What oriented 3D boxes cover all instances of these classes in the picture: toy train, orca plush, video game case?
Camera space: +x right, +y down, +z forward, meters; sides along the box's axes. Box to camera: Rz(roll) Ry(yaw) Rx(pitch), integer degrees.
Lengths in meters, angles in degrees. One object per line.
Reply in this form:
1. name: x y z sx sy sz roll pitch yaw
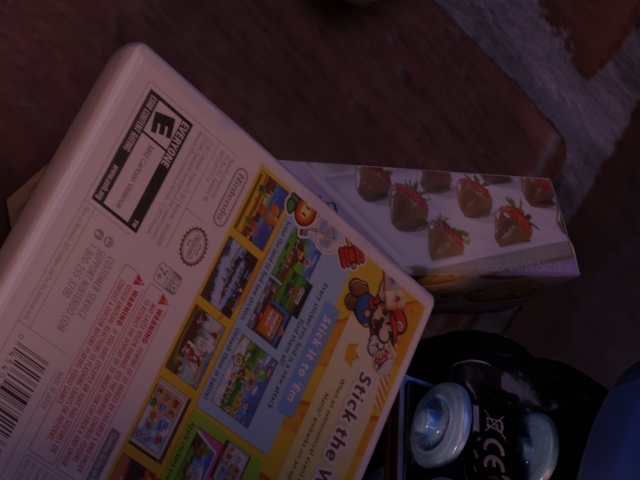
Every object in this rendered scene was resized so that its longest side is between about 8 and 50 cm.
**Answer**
1. toy train: 0.056 0.148 0.730 0.080 0.105 0.184 21 54 -27
2. orca plush: 0.168 0.146 0.830 0.287 0.102 0.151 54 44 -2
3. video game case: -0.059 0.065 0.672 0.206 0.026 0.227 41 60 -30

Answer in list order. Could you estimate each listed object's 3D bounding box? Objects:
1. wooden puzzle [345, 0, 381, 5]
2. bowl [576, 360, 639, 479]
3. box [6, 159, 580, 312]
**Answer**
1. wooden puzzle: 0.007 -0.267 0.981 0.238 0.044 0.221 51 44 1
2. bowl: 0.212 0.240 0.697 0.391 0.077 0.391 29 56 -55
3. box: 0.000 0.000 0.797 0.324 0.067 0.063 2 65 -41
